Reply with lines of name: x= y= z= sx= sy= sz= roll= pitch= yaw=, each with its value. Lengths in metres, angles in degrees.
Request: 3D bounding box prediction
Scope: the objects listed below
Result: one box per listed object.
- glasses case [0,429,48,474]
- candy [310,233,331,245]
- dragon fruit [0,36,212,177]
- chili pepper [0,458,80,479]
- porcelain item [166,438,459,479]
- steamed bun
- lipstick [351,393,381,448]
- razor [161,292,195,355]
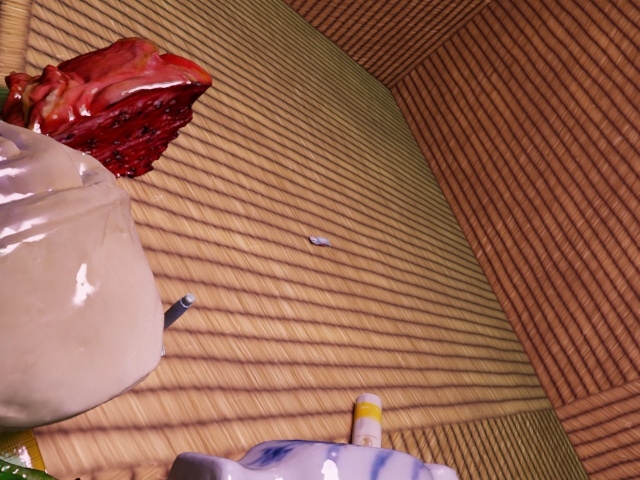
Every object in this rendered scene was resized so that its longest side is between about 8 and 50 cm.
glasses case: x=-0.356 y=0.170 z=0.480 sx=0.079 sy=0.064 sz=0.234 roll=-18 pitch=71 yaw=-37
candy: x=-0.001 y=0.000 z=1.236 sx=0.083 sy=0.020 sz=0.030 roll=7 pitch=56 yaw=-55
dragon fruit: x=-0.381 y=-0.233 z=0.703 sx=0.329 sy=0.286 sz=0.228 roll=-27 pitch=86 yaw=-52
chili pepper: x=-0.267 y=0.297 z=0.321 sx=0.385 sy=0.167 sz=0.213 roll=-15 pitch=111 yaw=-62
porcelain item: x=0.009 y=0.366 z=0.623 sx=0.405 sy=0.242 sz=0.178 roll=18 pitch=63 yaw=-34
steamed bun: x=-0.329 y=0.011 z=0.400 sx=0.339 sy=0.247 sz=0.352 roll=-16 pitch=60 yaw=-30
lipstick: x=0.085 y=0.416 z=0.874 sx=0.059 sy=0.059 sz=0.264 roll=42 pitch=30 yaw=-20
razor: x=-0.220 y=0.114 z=0.671 sx=0.040 sy=0.135 sz=0.068 roll=9 pitch=51 yaw=-47
